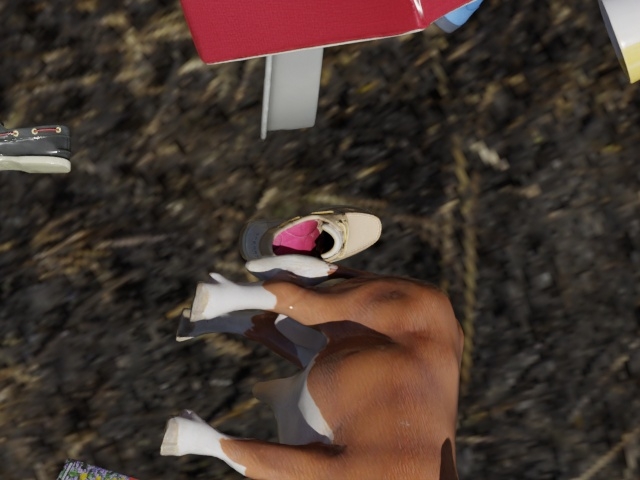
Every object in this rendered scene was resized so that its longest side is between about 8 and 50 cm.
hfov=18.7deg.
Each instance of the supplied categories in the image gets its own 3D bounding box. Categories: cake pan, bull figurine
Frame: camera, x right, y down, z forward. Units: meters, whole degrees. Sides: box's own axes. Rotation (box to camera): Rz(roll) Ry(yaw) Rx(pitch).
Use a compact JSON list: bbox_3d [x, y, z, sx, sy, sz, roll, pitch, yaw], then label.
[{"bbox_3d":[-0.021,-0.240,1.902,0.054,0.293,0.293,5,75,-2],"label":"cake pan"},{"bbox_3d":[0.006,0.118,1.046,0.188,0.101,0.310,15,33,-6],"label":"bull figurine"}]

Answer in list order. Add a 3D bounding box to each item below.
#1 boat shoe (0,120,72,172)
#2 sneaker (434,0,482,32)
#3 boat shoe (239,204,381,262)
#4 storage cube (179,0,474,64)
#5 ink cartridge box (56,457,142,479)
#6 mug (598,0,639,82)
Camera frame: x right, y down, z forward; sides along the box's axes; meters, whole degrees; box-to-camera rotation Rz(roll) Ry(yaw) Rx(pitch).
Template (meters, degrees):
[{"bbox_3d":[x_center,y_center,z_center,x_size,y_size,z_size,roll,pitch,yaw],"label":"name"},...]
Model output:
[{"bbox_3d":[-0.283,-0.083,1.696,0.133,0.049,0.042,1,79,-2],"label":"boat shoe"},{"bbox_3d":[0.134,-0.250,1.652,0.069,0.082,0.209,50,33,-15],"label":"sneaker"},{"bbox_3d":[0.000,0.000,2.009,0.170,0.059,0.063,-10,104,-34],"label":"boat shoe"},{"bbox_3d":[0.022,-0.224,1.076,0.184,0.215,0.193,-31,109,-39],"label":"storage cube"},{"bbox_3d":[-0.133,0.186,1.272,0.029,0.115,0.063,44,64,-44],"label":"ink cartridge box"},{"bbox_3d":[0.222,-0.136,1.259,0.064,0.062,0.078,-21,119,5],"label":"mug"}]
